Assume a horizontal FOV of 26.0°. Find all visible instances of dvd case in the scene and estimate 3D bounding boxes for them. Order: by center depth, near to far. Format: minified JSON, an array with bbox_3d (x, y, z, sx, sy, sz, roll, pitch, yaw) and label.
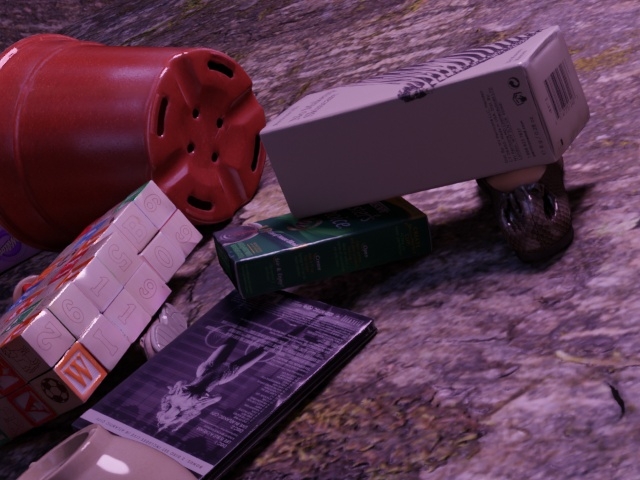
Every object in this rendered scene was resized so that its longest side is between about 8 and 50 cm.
[{"bbox_3d":[-0.081,0.117,1.179,0.165,0.018,0.221,15,44,43],"label":"dvd case"}]

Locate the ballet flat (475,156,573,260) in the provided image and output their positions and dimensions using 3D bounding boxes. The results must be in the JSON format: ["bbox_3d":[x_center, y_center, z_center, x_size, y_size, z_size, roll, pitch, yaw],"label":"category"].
[{"bbox_3d":[0.176,-0.059,1.242,0.084,0.058,0.250,-24,22,12],"label":"ballet flat"}]

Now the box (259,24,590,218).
[{"bbox_3d":[0.092,-0.103,1.246,0.275,0.094,0.113,-12,19,32],"label":"box"}]

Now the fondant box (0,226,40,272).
[{"bbox_3d":[-0.536,-0.085,1.824,0.238,0.330,0.096,-29,24,3],"label":"fondant box"}]

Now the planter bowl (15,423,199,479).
[{"bbox_3d":[-0.164,0.201,0.987,0.162,0.109,0.162,-36,9,7],"label":"planter bowl"}]

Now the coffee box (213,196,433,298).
[{"bbox_3d":[0.000,0.000,1.288,0.184,0.040,0.113,-14,18,-10],"label":"coffee box"}]

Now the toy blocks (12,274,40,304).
[{"bbox_3d":[-0.350,0.091,1.582,0.123,0.054,0.148,-35,22,-14],"label":"toy blocks"}]

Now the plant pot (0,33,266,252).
[{"bbox_3d":[-0.224,-0.120,1.640,0.265,0.272,0.272,1,36,38],"label":"plant pot"}]

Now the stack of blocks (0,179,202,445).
[{"bbox_3d":[-0.238,0.064,1.406,0.171,0.087,0.297,-29,17,40],"label":"stack of blocks"}]

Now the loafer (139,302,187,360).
[{"bbox_3d":[-0.155,0.101,1.344,0.039,0.045,0.125,-44,13,12],"label":"loafer"}]
